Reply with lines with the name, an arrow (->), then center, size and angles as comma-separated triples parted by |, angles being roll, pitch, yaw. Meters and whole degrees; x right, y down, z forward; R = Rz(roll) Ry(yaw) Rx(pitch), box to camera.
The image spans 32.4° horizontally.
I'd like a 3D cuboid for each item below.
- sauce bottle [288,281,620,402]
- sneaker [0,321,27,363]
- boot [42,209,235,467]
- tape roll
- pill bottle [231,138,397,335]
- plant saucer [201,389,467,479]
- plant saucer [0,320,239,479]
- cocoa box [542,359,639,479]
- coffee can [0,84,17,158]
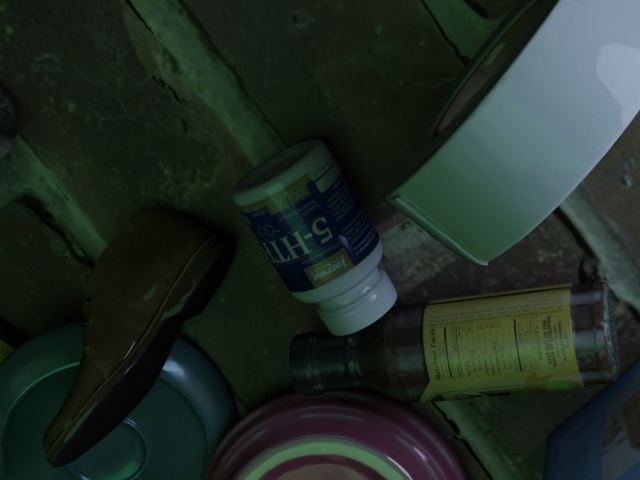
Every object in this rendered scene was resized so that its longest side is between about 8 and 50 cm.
sauce bottle -> 0.137, 0.114, 1.164 | 0.344, 0.111, 0.111 | -8, 114, 21
sneaker -> -0.505, 0.141, 1.333 | 0.384, 0.147, 0.145 | 27, 118, -2
boot -> -0.225, 0.105, 1.213 | 0.115, 0.112, 0.305 | 33, 84, 10
tape roll -> 0.176, -0.118, 0.934 | 0.100, 0.286, 0.286 | 37, 120, -6
pill bottle -> 0.000, 0.000, 1.142 | 0.112, 0.112, 0.187 | -24, 107, 25
plant saucer -> 0.012, 0.336, 1.259 | 0.332, 0.084, 0.332 | 1, 95, 10
plant saucer -> -0.254, 0.244, 1.318 | 0.317, 0.044, 0.318 | -2, 114, -4
cocoa box -> 0.406, 0.226, 1.072 | 0.228, 0.231, 0.347 | 38, 120, -5
coffee can -> -0.485, -0.072, 1.189 | 0.201, 0.201, 0.275 | 43, 119, -8
